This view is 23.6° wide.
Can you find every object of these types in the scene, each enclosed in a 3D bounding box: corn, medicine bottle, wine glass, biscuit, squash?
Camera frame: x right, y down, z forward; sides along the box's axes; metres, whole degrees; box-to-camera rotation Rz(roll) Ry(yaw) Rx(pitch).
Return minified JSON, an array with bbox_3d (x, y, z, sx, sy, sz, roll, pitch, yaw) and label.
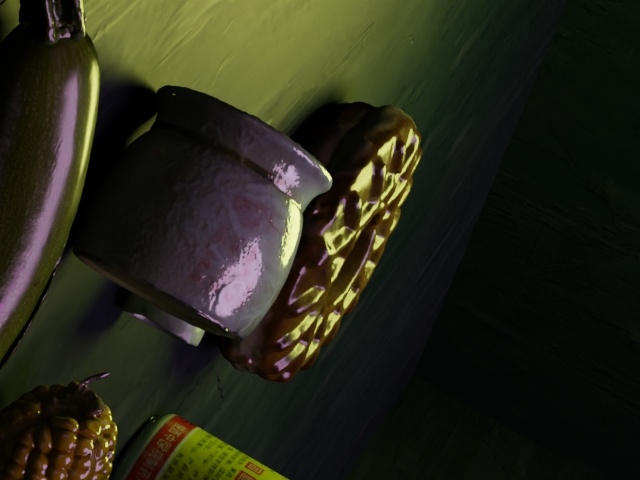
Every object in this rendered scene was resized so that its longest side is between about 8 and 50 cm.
[{"bbox_3d":[-0.235,0.230,1.140,0.310,0.101,0.101,-62,170,18],"label":"corn"},{"bbox_3d":[-0.082,-0.020,1.078,0.143,0.147,0.147,-63,170,-10],"label":"medicine bottle"},{"bbox_3d":[-0.099,0.008,1.279,0.155,0.073,0.073,-62,170,-11],"label":"wine glass"},{"bbox_3d":[0.000,0.000,1.628,0.332,0.103,0.332,-57,168,-20],"label":"biscuit"},{"bbox_3d":[-0.099,0.284,1.555,0.139,0.225,0.139,-58,170,-16],"label":"medicine bottle"},{"bbox_3d":[-0.181,-0.004,0.856,0.318,0.071,0.080,-65,168,15],"label":"squash"}]
